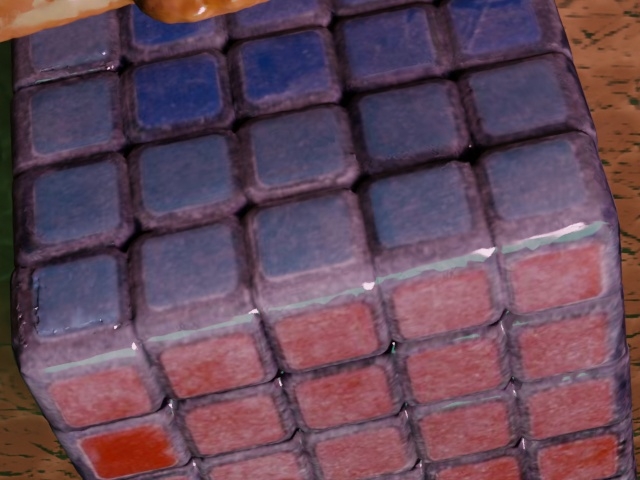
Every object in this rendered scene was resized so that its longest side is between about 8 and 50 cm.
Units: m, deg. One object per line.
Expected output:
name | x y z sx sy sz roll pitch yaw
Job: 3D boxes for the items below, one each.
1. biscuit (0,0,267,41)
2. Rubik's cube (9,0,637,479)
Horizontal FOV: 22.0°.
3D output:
biscuit | -0.048 -0.130 0.617 0.324 0.205 0.049 -9 115 13
Rubik's cube | 0.000 0.000 0.744 0.237 0.237 0.238 -12 141 0
